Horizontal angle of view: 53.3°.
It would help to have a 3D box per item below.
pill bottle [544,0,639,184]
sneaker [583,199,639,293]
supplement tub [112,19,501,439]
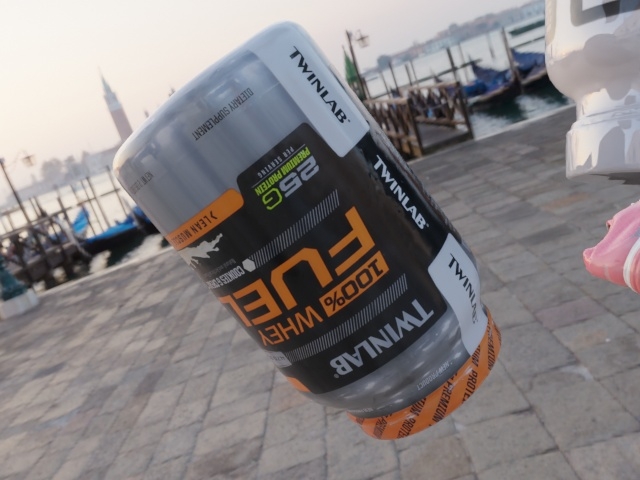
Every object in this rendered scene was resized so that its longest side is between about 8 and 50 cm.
[{"bbox_3d":[0.305,-0.235,0.552,0.210,0.363,0.210,1,1,0],"label":"pill bottle"},{"bbox_3d":[0.523,-0.039,0.990,0.314,0.116,0.136,-37,27,-26],"label":"sneaker"},{"bbox_3d":[0.000,0.000,0.534,0.193,0.316,0.193,-38,11,9],"label":"supplement tub"}]
